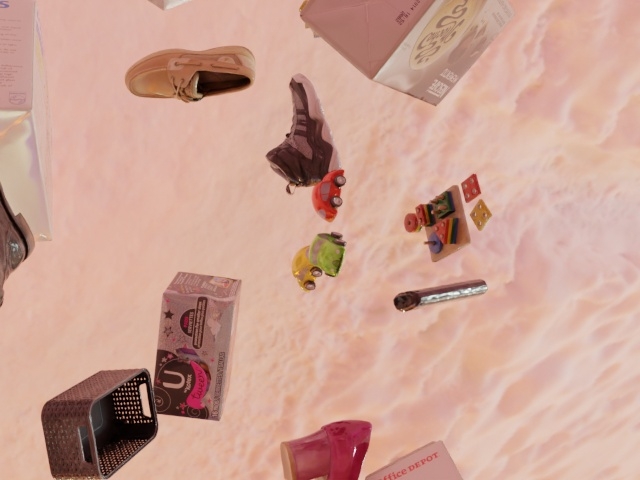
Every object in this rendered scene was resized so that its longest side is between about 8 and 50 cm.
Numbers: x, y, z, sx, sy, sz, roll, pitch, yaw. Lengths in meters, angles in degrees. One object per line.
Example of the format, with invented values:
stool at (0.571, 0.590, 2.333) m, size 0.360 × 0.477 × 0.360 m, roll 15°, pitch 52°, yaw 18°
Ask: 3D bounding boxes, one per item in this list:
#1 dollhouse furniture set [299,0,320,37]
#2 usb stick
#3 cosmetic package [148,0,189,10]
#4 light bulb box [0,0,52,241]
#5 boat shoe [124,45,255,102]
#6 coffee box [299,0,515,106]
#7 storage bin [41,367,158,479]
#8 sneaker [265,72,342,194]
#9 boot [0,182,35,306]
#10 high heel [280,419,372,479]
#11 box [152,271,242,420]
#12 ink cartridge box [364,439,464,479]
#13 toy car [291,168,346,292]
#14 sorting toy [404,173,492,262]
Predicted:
dollhouse furniture set at (0.085, -0.674, 1.637) m, size 0.304 × 0.198 × 0.286 m, roll -8°, pitch 159°, yaw 1°
usb stick at (0.278, 0.123, 1.538) m, size 0.278 × 0.045 × 0.077 m, roll -4°, pitch 170°, yaw -42°
cosmetic package at (-0.259, -0.575, 1.422) m, size 0.239 × 0.060 × 0.098 m, roll -38°, pitch 156°, yaw -37°
light bulb box at (-0.666, -0.236, 1.348) m, size 0.226 × 0.360 × 0.357 m, roll -4°, pitch 139°, yaw -18°
boat shoe at (-0.335, -0.415, 1.720) m, size 0.342 × 0.110 × 0.121 m, roll -10°, pitch 141°, yaw 4°
coffee box at (0.120, -0.275, 0.819) m, size 0.168 × 0.119 × 0.297 m, roll -50°, pitch 166°, yaw 18°
storage bin at (-0.337, 0.280, 1.047) m, size 0.085 × 0.180 × 0.121 m, roll -6°, pitch 96°, yaw 14°
sneaker at (-0.057, -0.231, 1.478) m, size 0.153 × 0.268 × 0.101 m, roll -19°, pitch 168°, yaw -1°
boot at (-0.488, -0.011, 0.895) m, size 0.091 × 0.229 × 0.262 m, roll -27°, pitch 116°, yaw 9°
high heel at (0.025, 0.342, 0.815) m, size 0.117 × 0.243 × 0.082 m, roll -9°, pitch 176°, yaw -20°
box at (-0.245, 0.205, 1.337) m, size 0.142 × 0.163 × 0.247 m, roll 7°, pitch 102°, yaw -2°
ink cartridge box at (0.133, 0.331, 0.794) m, size 0.109 × 0.150 × 0.063 m, roll -27°, pitch 138°, yaw 0°
toy car at (0.000, 0.000, 1.157) m, size 0.053 × 0.225 × 0.238 m, roll 13°, pitch 103°, yaw -11°
sorting toy at (0.257, -0.037, 1.436) m, size 0.046 × 0.132 × 0.274 m, roll 0°, pitch 161°, yaw -26°
